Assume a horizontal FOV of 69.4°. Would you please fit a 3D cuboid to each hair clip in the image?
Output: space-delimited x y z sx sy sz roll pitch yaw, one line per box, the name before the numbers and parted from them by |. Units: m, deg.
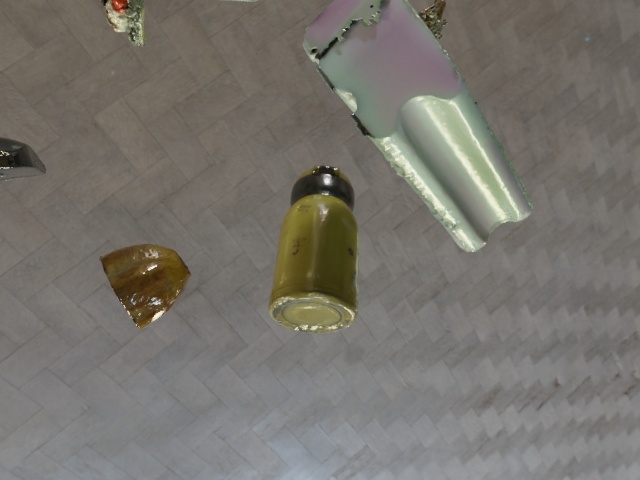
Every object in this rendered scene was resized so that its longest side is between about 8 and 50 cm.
hair clip | -0.484 -0.604 1.084 0.091 0.322 0.138 -12 155 -26

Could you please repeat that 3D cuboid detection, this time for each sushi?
sushi | 0.240 -0.500 1.150 0.097 0.103 0.226 26 97 -11

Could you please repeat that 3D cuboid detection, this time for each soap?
soap | 0.167 -0.196 0.764 0.156 0.261 0.446 -36 134 18

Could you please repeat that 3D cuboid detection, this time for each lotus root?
lotus root | -0.428 0.091 1.162 0.179 0.199 0.188 -31 139 -17

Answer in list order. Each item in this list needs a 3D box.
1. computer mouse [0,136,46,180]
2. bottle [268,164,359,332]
computer mouse | -0.766 -0.192 1.094 0.168 0.295 0.087 -13 96 -20
bottle | 0.000 0.000 0.956 0.171 0.171 0.352 28 50 -29
